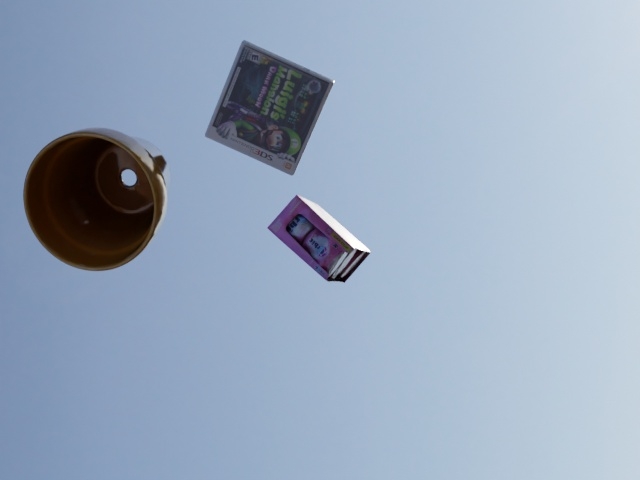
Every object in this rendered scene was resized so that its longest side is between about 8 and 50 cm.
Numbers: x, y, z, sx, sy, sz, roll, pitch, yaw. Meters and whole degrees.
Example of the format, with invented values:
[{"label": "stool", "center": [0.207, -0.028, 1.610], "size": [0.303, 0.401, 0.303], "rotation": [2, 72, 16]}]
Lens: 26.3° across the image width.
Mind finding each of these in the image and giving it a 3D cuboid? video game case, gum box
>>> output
[{"label": "video game case", "center": [-0.090, -0.229, 2.385], "size": [0.022, 0.173, 0.190], "rotation": [-68, 3, -66]}, {"label": "gum box", "center": [0.000, 0.000, 1.889], "size": [0.062, 0.107, 0.188], "rotation": [-49, -9, 4]}]

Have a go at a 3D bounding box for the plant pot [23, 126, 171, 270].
[{"label": "plant pot", "center": [-0.311, -0.076, 2.049], "size": [0.188, 0.205, 0.205], "rotation": [-49, -26, -72]}]
